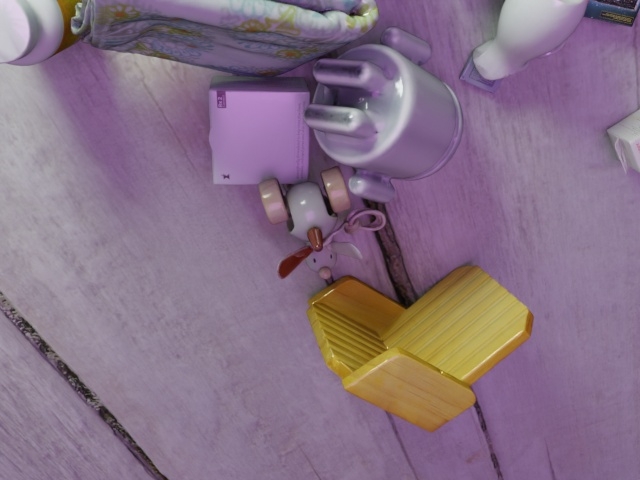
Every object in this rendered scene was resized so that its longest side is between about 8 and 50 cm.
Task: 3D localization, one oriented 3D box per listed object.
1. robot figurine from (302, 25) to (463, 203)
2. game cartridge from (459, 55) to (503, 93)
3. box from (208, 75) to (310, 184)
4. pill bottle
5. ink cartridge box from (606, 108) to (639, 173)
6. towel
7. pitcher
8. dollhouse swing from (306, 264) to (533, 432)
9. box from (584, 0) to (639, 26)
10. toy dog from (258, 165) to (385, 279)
[{"bbox_3d":[0.124,-0.216,0.934,0.353,0.199,0.300,5,104,-52],"label":"robot figurine"},{"bbox_3d":[0.322,-0.330,1.044,0.083,0.017,0.056,18,119,-16],"label":"game cartridge"},{"bbox_3d":[-0.114,-0.208,0.999,0.181,0.119,0.181,-1,120,-7],"label":"box"},{"bbox_3d":[-0.452,-0.346,0.807,0.136,0.246,0.137,-3,120,-6],"label":"pill bottle"},{"bbox_3d":[0.686,-0.215,1.110,0.143,0.090,0.092,-32,118,12],"label":"ink cartridge box"},{"bbox_3d":[-0.154,-0.316,0.775,0.374,0.320,0.090,-2,100,-27],"label":"towel"},{"bbox_3d":[0.391,-0.382,0.932,0.177,0.207,0.126,-15,76,-14],"label":"pitcher"},{"bbox_3d":[0.197,0.153,1.118,0.315,0.347,0.305,31,102,-21],"label":"dollhouse swing"},{"bbox_3d":[0.487,-0.493,0.955,0.232,0.044,0.159,7,118,-11],"label":"box"},{"bbox_3d":[0.000,0.000,1.029,0.220,0.161,0.333,-24,148,19],"label":"toy dog"}]
